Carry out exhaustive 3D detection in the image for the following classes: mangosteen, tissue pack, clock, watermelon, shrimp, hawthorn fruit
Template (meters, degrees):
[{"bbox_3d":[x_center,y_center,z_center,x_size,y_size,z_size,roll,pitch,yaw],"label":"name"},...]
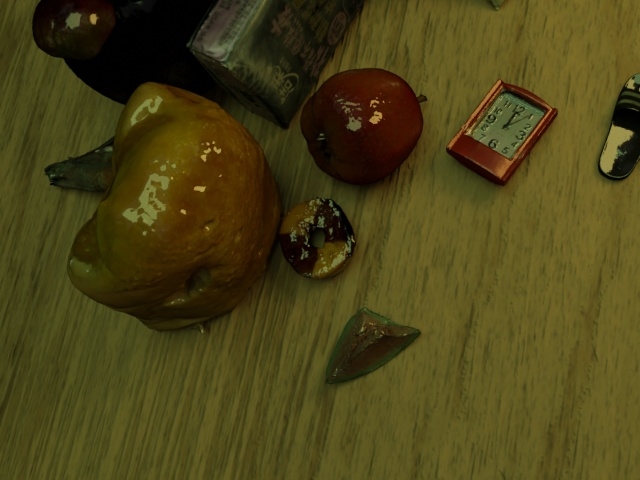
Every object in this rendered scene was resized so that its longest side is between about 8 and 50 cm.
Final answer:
[{"bbox_3d":[-0.313,-0.424,1.151,0.381,0.435,0.382,1,95,9],"label":"mangosteen"},{"bbox_3d":[-0.048,-0.401,1.151,0.122,0.259,0.361,31,88,26],"label":"tissue pack"},{"bbox_3d":[0.295,-0.173,1.085,0.113,0.061,0.155,36,86,23],"label":"clock"},{"bbox_3d":[0.064,0.166,1.069,0.155,0.080,0.101,-52,57,16],"label":"watermelon"},{"bbox_3d":[-0.418,-0.163,1.315,0.316,0.062,0.164,-3,48,28],"label":"shrimp"},{"bbox_3d":[0.088,-0.197,1.110,0.225,0.197,0.197,-27,67,-17],"label":"hawthorn fruit"}]

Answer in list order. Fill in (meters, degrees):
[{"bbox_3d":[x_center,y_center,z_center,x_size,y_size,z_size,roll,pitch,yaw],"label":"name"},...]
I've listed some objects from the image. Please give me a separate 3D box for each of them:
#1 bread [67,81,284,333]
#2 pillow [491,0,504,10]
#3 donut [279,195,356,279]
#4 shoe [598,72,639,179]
[{"bbox_3d":[-0.207,-0.035,1.054,0.250,0.394,0.361,17,78,6],"label":"bread"},{"bbox_3d":[0.364,-0.527,1.129,0.254,0.078,0.144,-39,109,4],"label":"pillow"},{"bbox_3d":[0.000,0.000,1.135,0.140,0.059,0.141,-4,75,17],"label":"donut"},{"bbox_3d":[0.481,-0.181,1.028,0.071,0.049,0.179,22,83,21],"label":"shoe"}]
